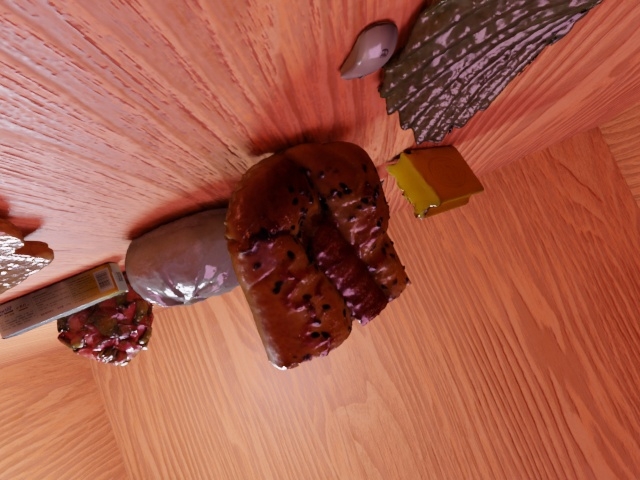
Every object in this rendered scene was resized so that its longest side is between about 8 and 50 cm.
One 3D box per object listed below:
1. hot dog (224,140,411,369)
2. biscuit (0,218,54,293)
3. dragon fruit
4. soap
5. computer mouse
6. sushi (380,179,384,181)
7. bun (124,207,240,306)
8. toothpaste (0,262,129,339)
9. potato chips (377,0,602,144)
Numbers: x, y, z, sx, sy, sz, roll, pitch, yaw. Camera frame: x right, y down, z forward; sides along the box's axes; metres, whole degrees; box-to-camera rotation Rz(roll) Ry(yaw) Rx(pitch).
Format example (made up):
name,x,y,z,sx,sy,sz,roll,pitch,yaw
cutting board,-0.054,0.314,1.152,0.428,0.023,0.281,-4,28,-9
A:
name,x,y,z,sx,sy,sz,roll,pitch,yaw
hot dog,0.000,0.000,0.781,0.367,0.365,0.196,-30,-165,-35
biscuit,-0.582,0.050,0.607,0.376,0.051,0.269,-25,171,20
dragon fruit,-0.657,0.268,1.295,0.314,0.263,0.296,-22,175,-3
soap,0.361,-0.191,1.273,0.324,0.204,0.096,-18,162,-46
computer mouse,0.063,-0.234,0.534,0.056,0.032,0.110,-19,174,-23
sushi,0.100,-0.157,1.357,0.219,0.047,0.231,-28,178,6
bun,-0.287,0.049,1.019,0.354,0.194,0.354,-21,175,-2
toothpaste,-0.672,0.155,1.065,0.313,0.089,0.071,-22,180,-5
potato chips,0.270,-0.277,0.615,0.373,0.097,0.389,-19,172,-19
